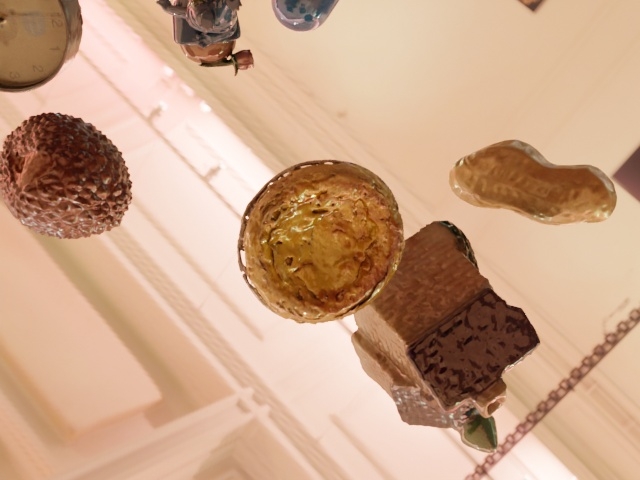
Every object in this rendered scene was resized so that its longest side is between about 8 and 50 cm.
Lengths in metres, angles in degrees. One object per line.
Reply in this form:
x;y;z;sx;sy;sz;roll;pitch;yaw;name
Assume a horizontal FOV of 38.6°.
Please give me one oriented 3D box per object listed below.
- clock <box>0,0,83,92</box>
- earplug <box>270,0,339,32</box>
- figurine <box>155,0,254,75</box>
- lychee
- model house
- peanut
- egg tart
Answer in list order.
-0.561;-0.394;1.614;0.281;0.280;0.055;32;-149;-11;clock
0.009;-0.479;1.552;0.132;0.273;0.132;28;175;3;earplug
-0.156;-0.299;1.299;0.144;0.114;0.178;70;167;-13;figurine
-0.357;-0.090;1.305;0.188;0.188;0.188;30;-155;-16;lychee
0.209;0.179;1.448;0.284;0.243;0.298;53;170;41;model house
0.347;-0.095;1.497;0.275;0.125;0.111;15;180;20;peanut
0.000;0.000;1.235;0.234;0.234;0.094;27;-174;-21;egg tart
